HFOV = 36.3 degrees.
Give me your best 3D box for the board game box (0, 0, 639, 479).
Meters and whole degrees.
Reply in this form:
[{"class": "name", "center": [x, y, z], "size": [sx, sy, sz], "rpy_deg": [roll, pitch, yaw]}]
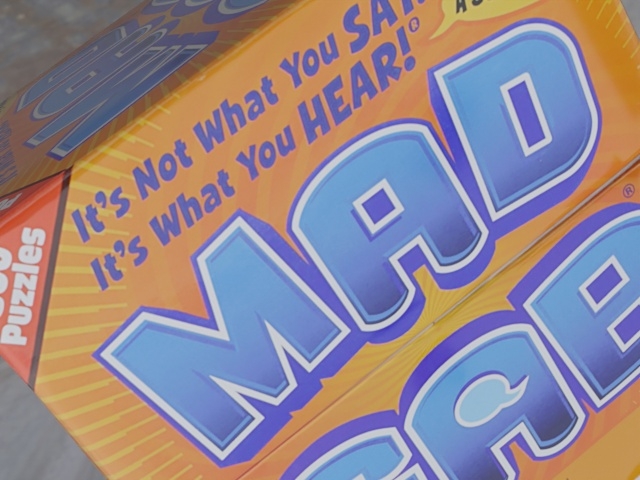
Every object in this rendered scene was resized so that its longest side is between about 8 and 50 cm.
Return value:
[{"class": "board game box", "center": [0.000, 0.000, 0.668], "size": [0.356, 0.356, 0.356], "rpy_deg": [-37, -156, -7]}]
